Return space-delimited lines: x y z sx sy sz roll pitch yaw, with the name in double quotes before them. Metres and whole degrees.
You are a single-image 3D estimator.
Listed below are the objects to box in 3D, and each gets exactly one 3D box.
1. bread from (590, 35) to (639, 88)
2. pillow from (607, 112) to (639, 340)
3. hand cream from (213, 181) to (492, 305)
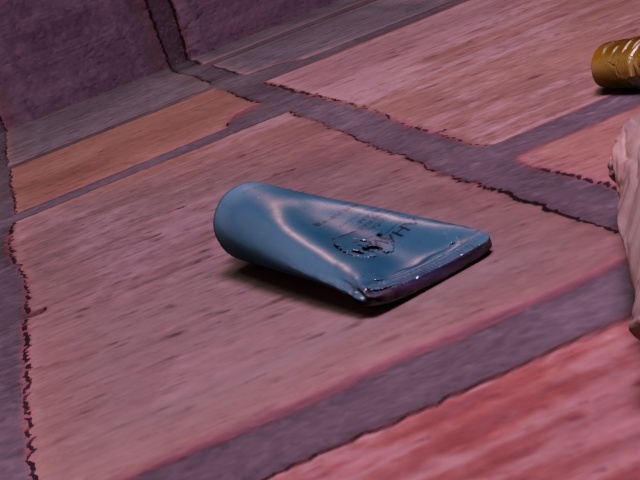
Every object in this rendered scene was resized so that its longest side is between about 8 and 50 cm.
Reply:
"bread" 0.217 -0.122 0.925 0.049 0.033 0.088 -19 12 -18
"pillow" 0.201 -0.039 0.558 0.173 0.067 0.270 -23 13 15
"hand cream" 0.000 0.000 0.766 0.083 0.048 0.224 -25 19 -26
